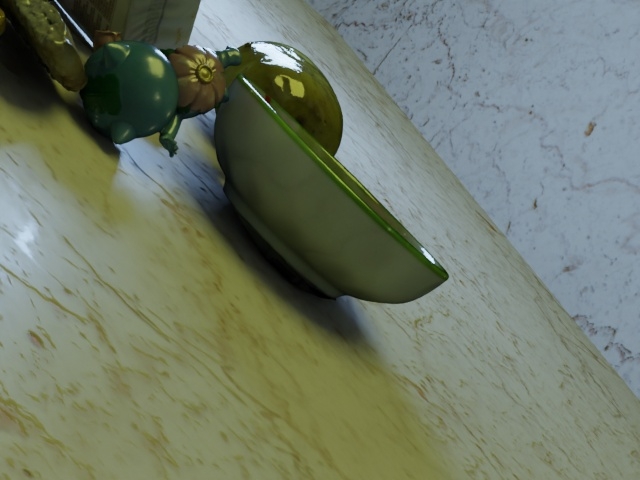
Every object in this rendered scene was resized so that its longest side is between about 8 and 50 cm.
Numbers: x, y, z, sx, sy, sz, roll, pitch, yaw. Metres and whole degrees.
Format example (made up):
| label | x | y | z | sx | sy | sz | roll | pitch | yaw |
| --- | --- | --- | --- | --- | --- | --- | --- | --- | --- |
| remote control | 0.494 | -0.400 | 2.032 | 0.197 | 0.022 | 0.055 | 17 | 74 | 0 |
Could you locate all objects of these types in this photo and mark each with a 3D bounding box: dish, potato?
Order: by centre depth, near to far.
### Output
| label | x | y | z | sx | sy | sz | roll | pitch | yaw |
| --- | --- | --- | --- | --- | --- | --- | --- | --- | --- |
| dish | -0.015 | -0.030 | 1.437 | 0.324 | 0.124 | 0.324 | 44 | 5 | -4 |
| potato | -0.057 | -0.172 | 1.689 | 0.197 | 0.148 | 0.228 | 53 | 6 | -36 |

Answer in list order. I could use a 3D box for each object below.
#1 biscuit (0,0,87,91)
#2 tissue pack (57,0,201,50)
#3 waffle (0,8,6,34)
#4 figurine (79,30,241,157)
| label | x | y | z | sx | sy | sz | roll | pitch | yaw |
| --- | --- | --- | --- | --- | --- | --- | --- | --- | --- |
| biscuit | -0.276 | -0.214 | 1.239 | 0.290 | 0.038 | 0.141 | 49 | -13 | 40 |
| tissue pack | -0.219 | -0.342 | 1.480 | 0.124 | 0.225 | 0.185 | -25 | 67 | -33 |
| waffle | -0.353 | -0.283 | 1.103 | 0.249 | 0.056 | 0.253 | 55 | -5 | 34 |
| figurine | -0.172 | -0.156 | 1.309 | 0.178 | 0.114 | 0.144 | -15 | 27 | -40 |
